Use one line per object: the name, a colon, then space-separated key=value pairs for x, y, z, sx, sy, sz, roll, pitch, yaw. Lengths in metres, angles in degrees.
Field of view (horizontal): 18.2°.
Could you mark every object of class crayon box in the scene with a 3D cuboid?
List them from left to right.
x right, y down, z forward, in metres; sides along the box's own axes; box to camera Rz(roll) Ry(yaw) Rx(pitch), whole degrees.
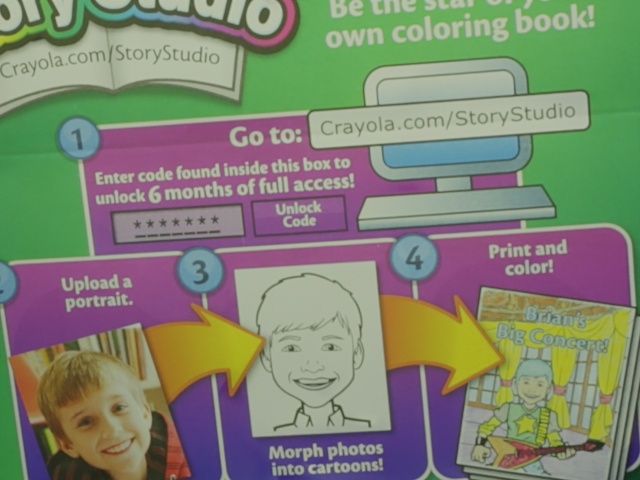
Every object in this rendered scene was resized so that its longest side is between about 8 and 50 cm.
crayon box: x=0.000 y=0.000 z=0.836 sx=0.362 sy=0.106 sz=0.313 roll=-3 pitch=104 yaw=8
